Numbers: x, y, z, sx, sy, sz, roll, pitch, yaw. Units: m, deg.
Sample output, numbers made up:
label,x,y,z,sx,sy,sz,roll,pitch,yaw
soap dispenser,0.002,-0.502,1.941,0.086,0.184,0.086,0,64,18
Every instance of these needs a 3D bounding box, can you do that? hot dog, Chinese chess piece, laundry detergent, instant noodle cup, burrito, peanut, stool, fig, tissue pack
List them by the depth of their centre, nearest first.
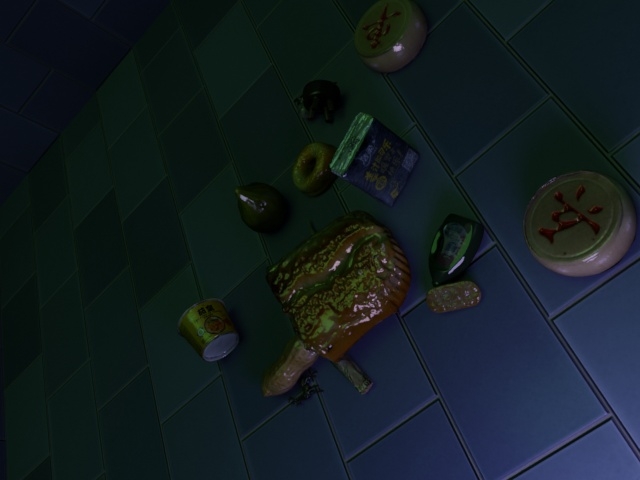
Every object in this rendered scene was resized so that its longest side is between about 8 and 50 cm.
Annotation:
label,x,y,z,sx,sy,sz,roll,pitch,yaw
Chinese chess piece,0.592,-0.039,1.515,0.249,0.103,0.250,-21,57,36
laundry detergent,0.339,0.038,1.739,0.137,0.063,0.211,27,93,49
burrito,0.084,0.362,1.839,0.171,0.042,0.051,39,102,42
hot dog,0.068,0.100,1.867,0.365,0.196,0.367,-43,55,14
tissue pack,0.160,-0.224,1.876,0.081,0.257,0.185,30,93,43
peanut,-0.089,0.367,1.947,0.101,0.117,0.263,39,105,8
Chinese chess piece,0.223,-0.666,2.129,0.250,0.097,0.251,-18,60,35
instant noodle cup,-0.361,0.305,2.182,0.182,0.182,0.144,-51,56,13
fig,-0.195,-0.121,2.200,0.167,0.233,0.167,1,69,-2
stool,-0.015,-0.463,2.240,0.217,0.125,0.121,-19,61,46

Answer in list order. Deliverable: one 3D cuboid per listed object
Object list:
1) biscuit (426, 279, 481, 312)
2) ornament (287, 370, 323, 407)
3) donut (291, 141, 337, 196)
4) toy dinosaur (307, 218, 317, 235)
label,x,y,z,sx,sy,sz,roll,pitch,yaw
biscuit,0.340,0.144,1.692,0.147,0.018,0.071,-15,91,26
ornament,-0.051,0.440,1.935,0.125,0.028,0.073,-38,51,21
donut,-0.023,-0.243,2.178,0.190,0.074,0.174,-51,47,14
toy dinosaur,0.002,0.001,2.078,0.106,0.044,0.187,-13,50,23
